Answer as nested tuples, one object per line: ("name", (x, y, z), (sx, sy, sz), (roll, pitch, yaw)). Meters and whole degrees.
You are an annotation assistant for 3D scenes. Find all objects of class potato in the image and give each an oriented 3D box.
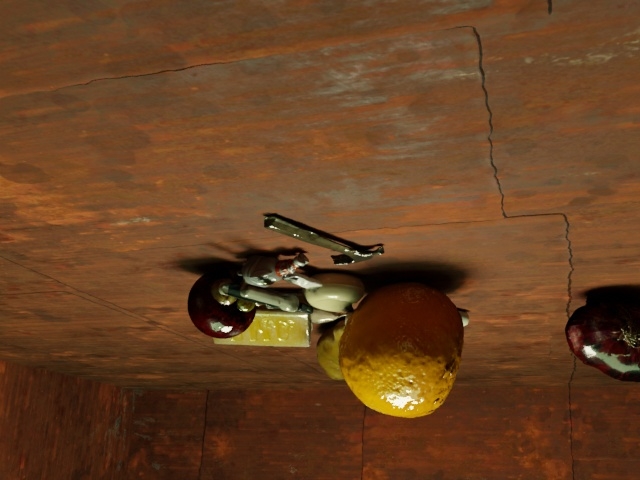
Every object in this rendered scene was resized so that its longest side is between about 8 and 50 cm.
("potato", (0.093, 0.348, 2.363), (0.195, 0.176, 0.369), (39, 157, 14))

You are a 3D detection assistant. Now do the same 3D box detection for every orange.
("orange", (0.196, 0.265, 1.803), (0.293, 0.341, 0.341), (18, 162, 2))

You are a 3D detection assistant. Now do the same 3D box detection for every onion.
("onion", (0.763, 0.250, 1.861), (0.280, 0.221, 0.281), (3, 166, 1))

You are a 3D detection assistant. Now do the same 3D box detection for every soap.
("soap", (-0.164, 0.215, 1.987), (0.274, 0.089, 0.174), (1, 137, 5))

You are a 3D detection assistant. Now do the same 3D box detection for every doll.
("doll", (-0.112, 0.064, 1.639), (0.180, 0.079, 0.094), (-13, -169, 25))

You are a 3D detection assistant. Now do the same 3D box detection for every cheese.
("cheese", (-0.006, 0.121, 1.788), (0.248, 0.071, 0.163), (13, 159, -29))

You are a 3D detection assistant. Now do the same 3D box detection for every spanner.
("spanner", (-0.108, 0.139, 1.694), (0.095, 0.040, 0.324), (4, 169, 32))

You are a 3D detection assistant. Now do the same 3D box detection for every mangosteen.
("mangosteen", (-0.224, 0.145, 1.754), (0.199, 0.200, 0.200), (2, 162, 1))

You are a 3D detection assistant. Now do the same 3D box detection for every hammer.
("hammer", (0.000, -0.001, 1.493), (0.125, 0.027, 0.297), (-20, 152, 38))

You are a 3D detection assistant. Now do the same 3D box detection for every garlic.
("garlic", (-0.007, 0.207, 2.076), (0.084, 0.066, 0.152), (-18, -176, -43))

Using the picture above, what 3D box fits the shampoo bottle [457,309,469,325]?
("shampoo bottle", (0.356, 0.218, 2.088), (0.151, 0.045, 0.077), (17, 157, -36))

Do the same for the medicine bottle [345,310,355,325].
("medicine bottle", (0.191, 0.235, 2.130), (0.230, 0.059, 0.059), (-3, 161, 15))
